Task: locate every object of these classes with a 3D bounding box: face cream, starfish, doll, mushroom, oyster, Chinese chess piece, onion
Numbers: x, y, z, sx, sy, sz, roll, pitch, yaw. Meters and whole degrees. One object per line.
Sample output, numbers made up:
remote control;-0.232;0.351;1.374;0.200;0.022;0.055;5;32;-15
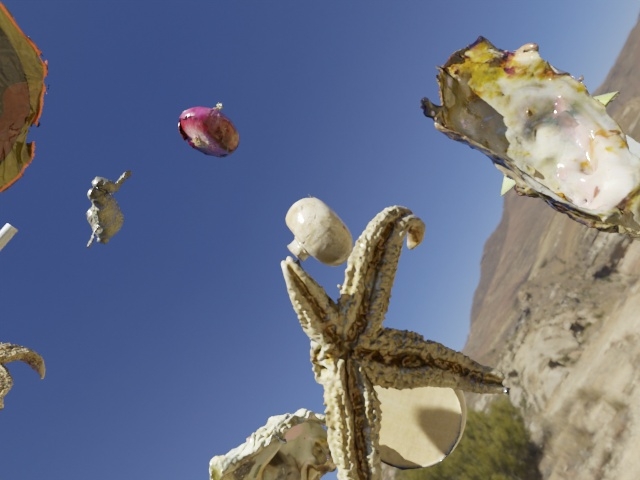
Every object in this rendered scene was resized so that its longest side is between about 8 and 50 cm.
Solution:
face cream;-0.871;0.015;1.331;0.130;0.034;0.034;-59;-25;-19
starfish;0.107;0.178;0.741;0.324;0.432;0.082;-20;-3;-24
doll;-0.518;-0.067;1.177;0.091;0.286;0.202;10;-79;-18
mushroom;0.000;0.000;1.583;0.195;0.189;0.253;-43;-52;1
oyster;-0.073;0.413;0.950;0.354;0.107;0.201;31;-94;-48
starfish;-0.644;0.220;0.919;0.236;0.277;0.062;11;-74;-42
Chinese chess piece;0.185;0.360;1.065;0.249;0.250;0.103;-66;-9;8
oyster;0.306;-0.141;0.675;0.221;0.361;0.096;-48;-13;-17
onion;-0.256;-0.280;1.185;0.150;0.150;0.140;68;-141;-59

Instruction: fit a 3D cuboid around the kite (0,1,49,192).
kite;-0.375;-0.128;0.376;0.327;0.013;0.377;2;-86;-58

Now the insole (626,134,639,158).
insole;0.541;-0.149;0.870;0.004;0.197;0.065;-46;-7;-50

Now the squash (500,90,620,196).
squash;0.511;-0.207;1.044;0.237;0.155;0.204;-38;-47;-33
